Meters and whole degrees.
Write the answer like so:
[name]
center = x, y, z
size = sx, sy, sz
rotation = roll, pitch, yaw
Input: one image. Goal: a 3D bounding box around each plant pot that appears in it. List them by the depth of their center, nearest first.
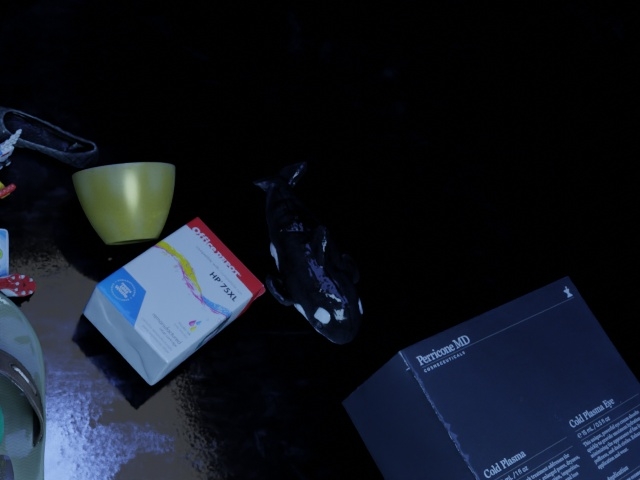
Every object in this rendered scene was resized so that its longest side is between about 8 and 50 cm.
[plant pot]
center = -0.254, -0.045, 1.220
size = 0.134, 0.134, 0.095
rotation = -5, 87, -30

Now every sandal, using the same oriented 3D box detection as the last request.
[sandal]
center = -0.355, 0.184, 1.025
size = 0.120, 0.086, 0.302
rotation = -4, 62, -28

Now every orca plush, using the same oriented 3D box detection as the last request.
[orca plush]
center = 0.000, 0.000, 1.326
size = 0.151, 0.102, 0.287
rotation = 5, 57, -25

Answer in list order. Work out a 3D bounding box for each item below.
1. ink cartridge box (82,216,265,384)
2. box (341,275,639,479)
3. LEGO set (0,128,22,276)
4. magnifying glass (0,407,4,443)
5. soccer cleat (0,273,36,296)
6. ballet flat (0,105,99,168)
[ink cartridge box]
center = -0.174, 0.064, 1.208
size = 0.134, 0.078, 0.231
rotation = 45, 50, 6
[box]
center = 0.265, 0.260, 1.243
size = 0.343, 0.179, 0.312
rotation = -17, 70, -35
[LEGO set]
center = -0.472, -0.073, 1.151
size = 0.183, 0.060, 0.244
rotation = 10, 55, -31
[magnifying glass]
center = -0.422, 0.158, 0.992
size = 0.231, 0.092, 0.026
rotation = 33, 7, 24
[soccer cleat]
center = -0.390, 0.056, 1.133
size = 0.083, 0.036, 0.029
rotation = -1, 86, -50
[ballet flat]
center = -0.383, -0.148, 1.257
size = 0.173, 0.049, 0.057
rotation = 21, 55, -14
